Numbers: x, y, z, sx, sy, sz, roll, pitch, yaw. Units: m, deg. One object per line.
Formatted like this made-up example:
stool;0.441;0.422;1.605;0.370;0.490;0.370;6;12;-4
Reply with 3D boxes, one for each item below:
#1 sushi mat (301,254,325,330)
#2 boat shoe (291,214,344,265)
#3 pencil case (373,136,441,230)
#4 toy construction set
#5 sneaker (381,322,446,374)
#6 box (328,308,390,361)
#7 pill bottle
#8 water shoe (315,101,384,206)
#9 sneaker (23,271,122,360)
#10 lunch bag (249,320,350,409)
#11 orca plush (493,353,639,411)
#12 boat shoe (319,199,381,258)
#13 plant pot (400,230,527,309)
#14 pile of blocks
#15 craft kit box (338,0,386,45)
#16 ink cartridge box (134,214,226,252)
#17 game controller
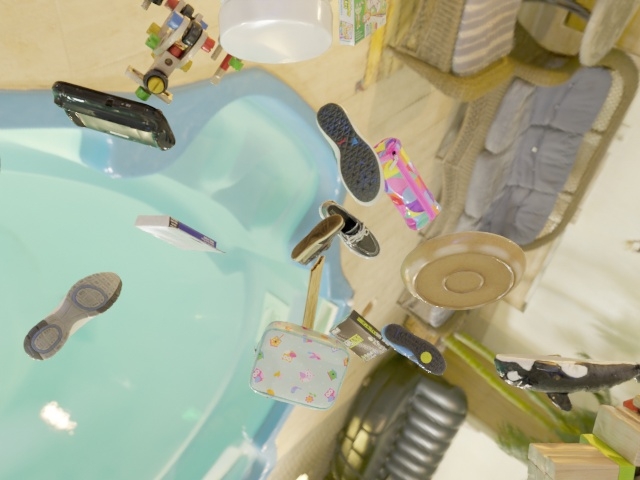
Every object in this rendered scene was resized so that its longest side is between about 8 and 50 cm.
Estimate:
sushi mat;-0.032;0.216;1.856;0.151;0.019;0.317;-50;151;-69
boat shoe;0.000;0.000;1.306;0.152;0.056;0.049;-38;128;20
pencil case;0.198;-0.136;1.385;0.104;0.104;0.236;-46;116;-17
toy construction set;-0.353;-0.453;1.441;0.308;0.257;0.237;13;120;-53
sneaker;0.265;0.308;1.646;0.069;0.209;0.082;-54;174;-13
box;0.142;0.347;2.081;0.045;0.184;0.191;-53;-176;-33
pill bottle;-0.073;-0.502;0.891;0.229;0.228;0.408;5;82;-61
water shoe;0.061;-0.150;1.008;0.072;0.203;0.080;-26;165;11
sneaker;-0.666;0.191;1.547;0.297;0.111;0.129;-43;-167;-23
lunch bag;-0.069;0.371;1.695;0.108;0.279;0.224;-106;-146;-81
orca plush;0.501;0.289;1.160;0.151;0.286;0.102;43;48;-86
boat shoe;0.125;-0.037;2.167;0.113;0.306;0.105;-43;-163;-5
plant pot;0.270;0.069;1.092;0.236;0.236;0.032;88;4;-51
pile of blocks;0.420;0.267;0.742;0.361;0.149;0.112;-22;-170;-4
craft kit box;0.128;-0.739;1.710;0.250;0.060;0.247;-50;143;-44
ink cartridge box;-0.449;-0.021;1.870;0.223;0.223;0.045;35;66;-50
game controller;-0.525;-0.315;1.469;0.166;0.318;0.067;73;36;-71
